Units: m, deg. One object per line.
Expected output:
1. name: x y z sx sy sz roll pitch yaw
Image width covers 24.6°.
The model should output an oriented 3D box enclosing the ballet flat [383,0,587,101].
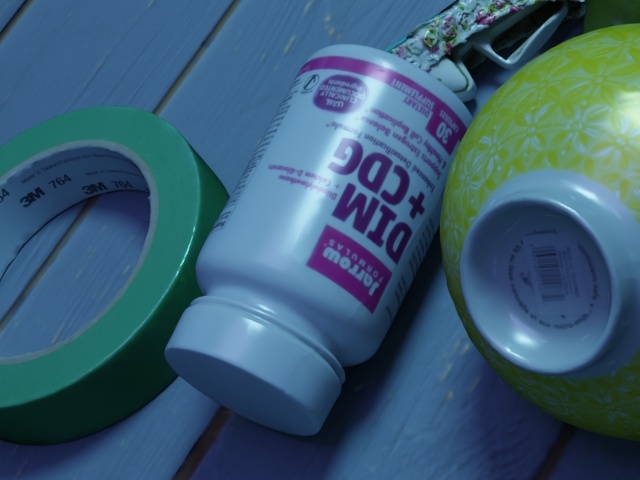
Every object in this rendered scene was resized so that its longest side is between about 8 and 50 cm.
1. ballet flat: 0.132 -0.169 1.270 0.241 0.091 0.077 -36 69 7

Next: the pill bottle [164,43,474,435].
1. pill bottle: 0.000 0.000 1.165 0.160 0.160 0.283 12 65 35

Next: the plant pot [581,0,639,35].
1. plant pot: 0.329 -0.273 1.006 0.366 0.353 0.366 7 25 -3

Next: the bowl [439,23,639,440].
1. bowl: 0.180 0.010 0.949 0.289 0.289 0.156 15 22 37

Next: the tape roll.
1. tape roll: -0.232 0.026 1.338 0.321 0.077 0.321 -15 51 19
